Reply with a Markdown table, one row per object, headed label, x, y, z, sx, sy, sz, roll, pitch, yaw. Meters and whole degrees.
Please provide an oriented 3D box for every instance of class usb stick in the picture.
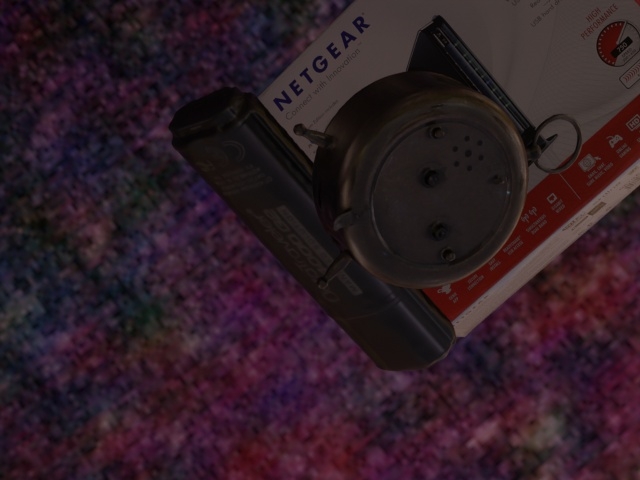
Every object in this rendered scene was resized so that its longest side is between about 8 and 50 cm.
| label | x | y | z | sx | sy | sz | roll | pitch | yaw |
| --- | --- | --- | --- | --- | --- | --- | --- | --- | --- |
| usb stick | 0.000 | 0.000 | 1.042 | 0.077 | 0.045 | 0.278 | -14 | 132 | 37 |

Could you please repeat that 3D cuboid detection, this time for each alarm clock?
| label | x | y | z | sx | sy | sz | roll | pitch | yaw |
| --- | --- | --- | --- | --- | --- | --- | --- | --- | --- |
| alarm clock | 0.082 | -0.041 | 0.911 | 0.192 | 0.064 | 0.129 | -17 | 114 | -19 |

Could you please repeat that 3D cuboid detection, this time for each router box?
| label | x | y | z | sx | sy | sz | roll | pitch | yaw |
| --- | --- | --- | --- | --- | --- | --- | --- | --- | --- |
| router box | 0.150 | -0.128 | 1.367 | 0.335 | 0.301 | 0.082 | -44 | 160 | 17 |
